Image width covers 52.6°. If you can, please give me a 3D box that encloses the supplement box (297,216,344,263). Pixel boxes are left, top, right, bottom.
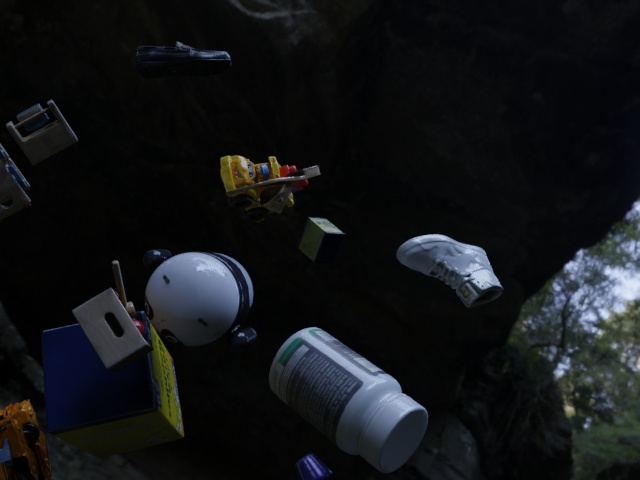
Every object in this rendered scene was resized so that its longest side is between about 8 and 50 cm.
[{"bbox_3d":[0.000,0.000,1.528,0.056,0.083,0.083,4,26,-40],"label":"supplement box"}]

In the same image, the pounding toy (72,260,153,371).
[{"bbox_3d":[-0.334,0.127,1.064,0.141,0.100,0.130,56,-15,6],"label":"pounding toy"}]

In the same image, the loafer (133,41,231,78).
[{"bbox_3d":[-0.319,-0.424,1.499,0.223,0.078,0.076,-3,-14,-4],"label":"loafer"}]

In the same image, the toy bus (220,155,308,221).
[{"bbox_3d":[-0.152,-0.166,1.825,0.211,0.149,0.220,-17,-24,14],"label":"toy bus"}]

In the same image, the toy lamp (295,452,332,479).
[{"bbox_3d":[0.036,0.602,1.434,0.274,0.080,0.080,55,-21,17],"label":"toy lamp"}]

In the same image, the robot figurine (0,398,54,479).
[{"bbox_3d":[-0.582,0.475,1.278,0.211,0.085,0.291,-174,-108,-80],"label":"robot figurine"}]

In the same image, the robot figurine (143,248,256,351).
[{"bbox_3d":[-0.222,0.108,1.208,0.209,0.173,0.278,4,-2,3],"label":"robot figurine"}]

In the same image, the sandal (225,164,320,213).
[{"bbox_3d":[-0.089,-0.100,1.423,0.088,0.240,0.079,-7,-78,53],"label":"sandal"}]

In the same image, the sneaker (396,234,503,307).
[{"bbox_3d":[0.343,0.084,1.661,0.292,0.169,0.108,7,-48,-28],"label":"sneaker"}]

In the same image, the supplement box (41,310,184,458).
[{"bbox_3d":[-0.412,0.308,1.332,0.195,0.194,0.356,-11,-24,-8],"label":"supplement box"}]

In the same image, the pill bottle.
[{"bbox_3d":[0.062,0.375,1.543,0.361,0.204,0.204,29,-22,39],"label":"pill bottle"}]

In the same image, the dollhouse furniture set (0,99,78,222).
[{"bbox_3d":[-0.506,-0.143,1.108,0.129,0.184,0.129,63,-13,-27],"label":"dollhouse furniture set"}]
